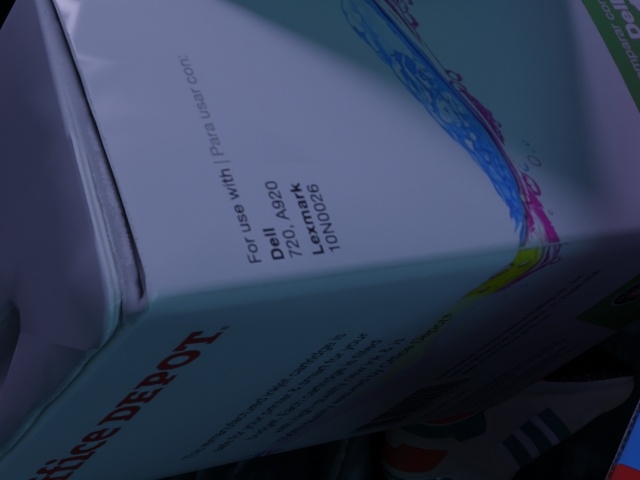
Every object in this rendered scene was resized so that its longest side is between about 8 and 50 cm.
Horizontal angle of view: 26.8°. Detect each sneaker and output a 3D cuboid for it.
[{"bbox_3d":[0.096,0.096,0.707,0.161,0.057,0.075,-7,119,-36],"label":"sneaker"}]

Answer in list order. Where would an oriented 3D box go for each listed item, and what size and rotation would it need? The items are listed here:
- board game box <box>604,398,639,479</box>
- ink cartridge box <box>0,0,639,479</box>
[{"bbox_3d":[0.214,0.038,0.502,0.302,0.086,0.308,-63,151,-13],"label":"board game box"},{"bbox_3d":[0.000,0.000,0.509,0.278,0.201,0.117,-6,67,-35],"label":"ink cartridge box"}]
